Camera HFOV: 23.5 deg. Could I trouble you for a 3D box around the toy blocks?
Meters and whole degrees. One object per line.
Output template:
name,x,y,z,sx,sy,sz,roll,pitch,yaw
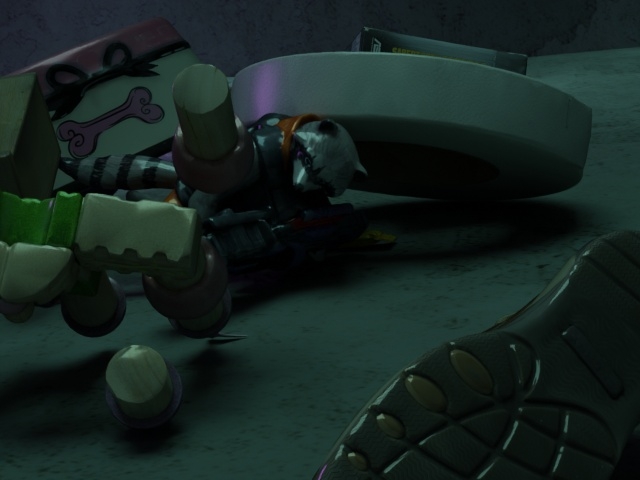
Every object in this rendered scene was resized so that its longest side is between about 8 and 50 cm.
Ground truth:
toy blocks,-0.209,0.038,1.187,0.288,0.309,0.260,6,-21,3

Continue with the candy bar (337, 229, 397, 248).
candy bar,0.000,0.000,1.628,0.161,0.018,0.040,-3,8,17

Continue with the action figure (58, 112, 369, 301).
action figure,-0.116,-0.041,1.475,0.330,0.179,0.341,-17,-4,24

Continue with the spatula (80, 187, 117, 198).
spatula,-0.346,-0.025,1.897,0.084,0.030,0.296,-3,12,21

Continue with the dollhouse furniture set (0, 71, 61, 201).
dollhouse furniture set,-0.389,-0.064,1.487,0.242,0.212,0.161,-8,36,5

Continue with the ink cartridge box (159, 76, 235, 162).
ink cartridge box,-0.161,-0.166,2.252,0.128,0.127,0.176,5,17,42

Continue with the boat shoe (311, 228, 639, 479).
boat shoe,0.100,0.108,0.867,0.324,0.123,0.116,-27,-11,-40

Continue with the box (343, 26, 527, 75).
box,0.107,-0.168,1.714,0.183,0.056,0.231,8,-9,-9

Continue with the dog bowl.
dog bowl,-0.308,-0.131,1.812,0.408,0.150,0.408,-23,6,3

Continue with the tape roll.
tape roll,0.093,-0.115,1.654,0.392,0.072,0.392,7,-9,1
